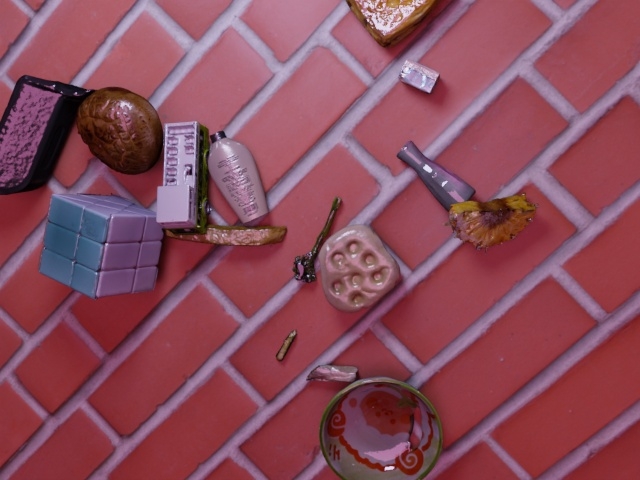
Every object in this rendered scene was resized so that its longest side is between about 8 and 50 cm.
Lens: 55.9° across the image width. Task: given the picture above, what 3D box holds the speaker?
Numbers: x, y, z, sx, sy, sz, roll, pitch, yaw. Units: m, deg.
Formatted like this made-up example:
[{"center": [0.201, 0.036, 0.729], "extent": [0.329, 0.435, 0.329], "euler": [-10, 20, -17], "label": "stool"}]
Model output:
[{"center": [-0.764, -0.283, 1.671], "extent": [0.184, 0.180, 0.388], "euler": [29, 101, 0], "label": "speaker"}]

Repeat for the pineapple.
[{"center": [0.421, -0.039, 1.514], "extent": [0.233, 0.079, 0.135], "euler": [-7, 124, -9], "label": "pineapple"}]

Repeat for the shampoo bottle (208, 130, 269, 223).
[{"center": [-0.228, -0.176, 1.632], "extent": [0.127, 0.078, 0.257], "euler": [-24, 94, 8], "label": "shampoo bottle"}]

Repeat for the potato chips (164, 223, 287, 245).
[{"center": [-0.299, -0.023, 1.669], "extent": [0.407, 0.080, 0.057], "euler": [5, 109, 10], "label": "potato chips"}]

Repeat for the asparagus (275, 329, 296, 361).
[{"center": [-0.097, 0.296, 1.700], "extent": [0.025, 0.021, 0.108], "euler": [31, 102, 6], "label": "asparagus"}]

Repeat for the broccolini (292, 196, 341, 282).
[{"center": [-0.005, -0.003, 1.646], "extent": [0.057, 0.071, 0.254], "euler": [30, 97, 48], "label": "broccolini"}]

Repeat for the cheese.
[{"center": [0.100, 0.074, 1.587], "extent": [0.218, 0.117, 0.235], "euler": [17, 102, 5], "label": "cheese"}]

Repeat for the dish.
[{"center": [0.162, 0.504, 1.634], "extent": [0.324, 0.124, 0.324], "euler": [1, 100, 4], "label": "dish"}]

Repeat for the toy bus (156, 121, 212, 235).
[{"center": [-0.363, -0.169, 1.605], "extent": [0.113, 0.139, 0.302], "euler": [-3, 79, 10], "label": "toy bus"}]

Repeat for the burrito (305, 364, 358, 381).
[{"center": [0.031, 0.369, 1.676], "extent": [0.149, 0.041, 0.055], "euler": [1, 111, 10], "label": "burrito"}]

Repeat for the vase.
[{"center": [0.290, -0.165, 1.543], "extent": [0.214, 0.086, 0.086], "euler": [44, 102, 7], "label": "vase"}]

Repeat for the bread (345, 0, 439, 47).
[{"center": [0.190, -0.621, 1.492], "extent": [0.235, 0.099, 0.210], "euler": [-37, 88, 18], "label": "bread"}]

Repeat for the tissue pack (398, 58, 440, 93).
[{"center": [0.248, -0.412, 1.518], "extent": [0.094, 0.074, 0.059], "euler": [28, 104, 8], "label": "tissue pack"}]

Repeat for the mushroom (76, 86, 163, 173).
[{"center": [-0.534, -0.288, 1.611], "extent": [0.253, 0.153, 0.253], "euler": [20, 137, 20], "label": "mushroom"}]

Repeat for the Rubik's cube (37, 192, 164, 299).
[{"center": [-0.582, 0.007, 1.624], "extent": [0.231, 0.221, 0.225], "euler": [19, 101, 25], "label": "Rubik's cube"}]
